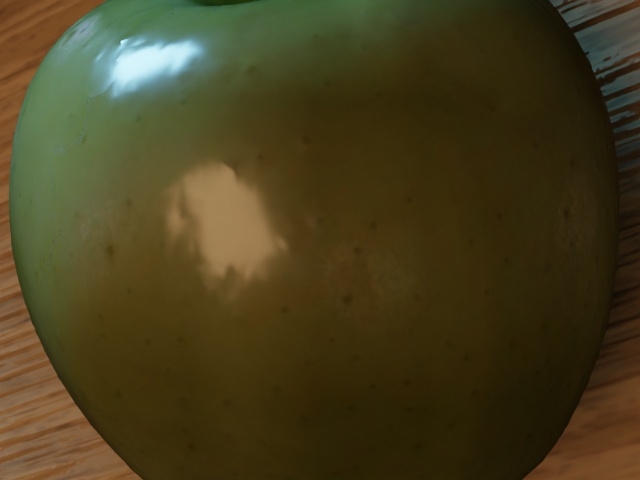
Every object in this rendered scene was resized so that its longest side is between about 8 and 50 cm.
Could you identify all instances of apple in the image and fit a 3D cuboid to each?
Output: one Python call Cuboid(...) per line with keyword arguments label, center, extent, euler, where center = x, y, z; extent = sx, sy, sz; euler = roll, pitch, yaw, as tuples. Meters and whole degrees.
Cuboid(label="apple", center=(0.000, 0.000, 0.954), extent=(0.357, 0.357, 0.357), euler=(6, 102, 30))
